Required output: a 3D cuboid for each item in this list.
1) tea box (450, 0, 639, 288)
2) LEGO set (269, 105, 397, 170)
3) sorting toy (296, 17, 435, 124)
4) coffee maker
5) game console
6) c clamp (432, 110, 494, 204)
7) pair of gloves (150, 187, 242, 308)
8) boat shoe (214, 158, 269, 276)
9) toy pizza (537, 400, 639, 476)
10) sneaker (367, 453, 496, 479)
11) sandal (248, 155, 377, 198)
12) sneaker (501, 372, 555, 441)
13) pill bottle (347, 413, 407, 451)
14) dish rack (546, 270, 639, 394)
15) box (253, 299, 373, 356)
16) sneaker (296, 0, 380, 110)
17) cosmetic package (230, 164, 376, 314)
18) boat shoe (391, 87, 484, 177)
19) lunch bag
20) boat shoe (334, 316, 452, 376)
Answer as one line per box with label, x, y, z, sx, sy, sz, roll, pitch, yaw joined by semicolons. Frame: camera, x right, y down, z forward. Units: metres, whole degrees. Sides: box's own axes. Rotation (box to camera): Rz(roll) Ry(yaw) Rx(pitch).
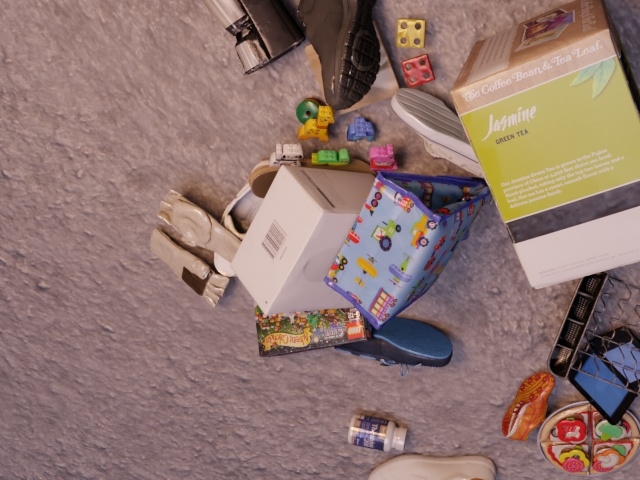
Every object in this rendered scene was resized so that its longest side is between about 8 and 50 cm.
tea box;0.371;-0.161;1.175;0.220;0.329;0.323;-18;107;24
LEGO set;0.027;-0.182;1.368;0.227;0.087;0.093;1;158;-7
sorting toy;0.068;-0.302;1.360;0.274;0.046;0.132;-16;109;24
coffee maker;-0.100;-0.394;1.325;0.171;0.120;0.178;-27;106;26
game console;0.554;0.252;1.458;0.144;0.085;0.124;45;131;-8
c clamp;0.263;-0.151;1.389;0.161;0.022;0.137;26;120;3
pair of gloves;-0.252;0.019;1.561;0.204;0.042;0.240;40;141;5
boat shoe;-0.153;-0.030;1.532;0.098;0.096;0.277;27;120;2
toy pizza;0.533;0.399;1.552;0.201;0.032;0.201;3;120;6
sneaker;0.225;0.530;1.678;0.290;0.123;0.106;-15;112;24
sandal;-0.019;-0.131;1.451;0.240;0.079;0.088;-6;128;-17
sneaker;0.423;0.328;1.563;0.067;0.064;0.175;13;125;-14
pill bottle;0.123;0.414;1.682;0.120;0.067;0.067;9;117;13
dish rack;0.558;0.180;1.397;0.271;0.074;0.208;21;98;6
box;-0.019;0.136;1.558;0.233;0.044;0.159;-13;77;22
sneaker;0.025;-0.346;1.280;0.130;0.109;0.286;-3;75;31
cosmetic package;0.000;0.000;1.383;0.138;0.225;0.224;51;123;35
boat shoe;0.210;-0.171;1.337;0.226;0.083;0.076;32;140;-2
lunch bag;0.180;0.001;1.342;0.138;0.293;0.221;41;120;27
boat shoe;0.141;0.205;1.570;0.258;0.109;0.089;16;127;28
